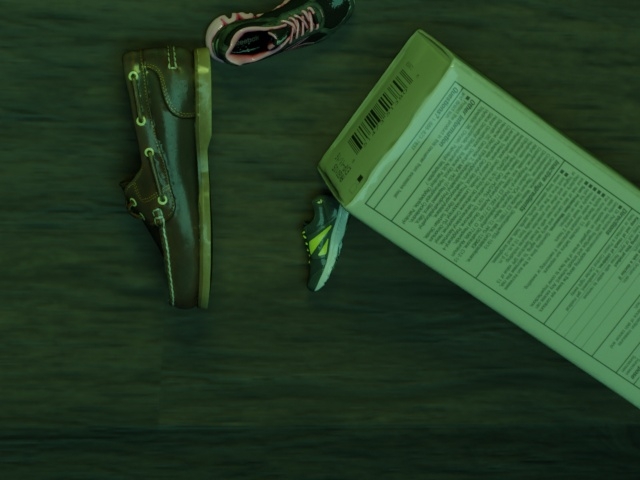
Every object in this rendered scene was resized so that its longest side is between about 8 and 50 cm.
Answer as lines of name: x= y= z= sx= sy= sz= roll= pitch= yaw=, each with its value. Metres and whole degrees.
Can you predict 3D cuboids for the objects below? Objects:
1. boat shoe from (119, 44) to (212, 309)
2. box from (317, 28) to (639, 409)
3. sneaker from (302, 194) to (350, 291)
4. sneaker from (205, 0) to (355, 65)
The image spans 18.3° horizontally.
boat shoe: x=-0.118 y=-0.047 z=1.526 sx=0.073 sy=0.073 sz=0.207 roll=-3 pitch=101 yaw=-9
box: x=0.168 y=-0.015 z=1.565 sx=0.311 sy=0.121 sz=0.148 roll=35 pitch=98 yaw=-20
sneaker: x=0.000 y=0.000 z=1.589 sx=0.035 sy=0.031 sz=0.083 roll=19 pitch=105 yaw=4
sneaker: x=-0.027 y=-0.160 z=1.513 sx=0.119 sy=0.057 sz=0.047 roll=-22 pitch=109 yaw=-5
